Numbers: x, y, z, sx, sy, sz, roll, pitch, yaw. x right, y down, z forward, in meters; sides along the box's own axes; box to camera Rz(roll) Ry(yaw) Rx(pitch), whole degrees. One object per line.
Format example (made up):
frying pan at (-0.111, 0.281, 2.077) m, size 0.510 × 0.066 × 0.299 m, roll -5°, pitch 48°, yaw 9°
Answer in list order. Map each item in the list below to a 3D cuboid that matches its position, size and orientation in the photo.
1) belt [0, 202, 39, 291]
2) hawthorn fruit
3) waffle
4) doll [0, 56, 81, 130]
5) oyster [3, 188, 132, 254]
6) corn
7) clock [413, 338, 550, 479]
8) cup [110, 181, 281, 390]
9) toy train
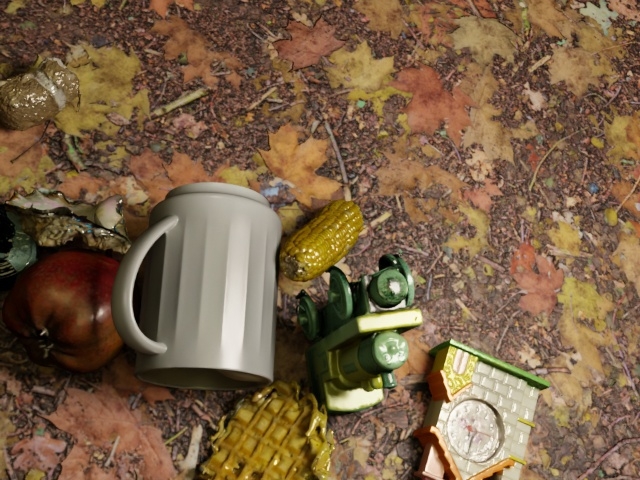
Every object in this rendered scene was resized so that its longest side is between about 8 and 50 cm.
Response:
belt at (-0.591, 0.007, 1.273) m, size 0.198 × 0.078 × 0.151 m, roll 28°, pitch 61°, yaw -1°
hawthorn fruit at (-0.405, 0.098, 1.233) m, size 0.208 × 0.208 × 0.248 m, roll 30°, pitch 42°, yaw -3°
waffle at (-0.102, 0.372, 1.218) m, size 0.262 × 0.060 × 0.280 m, roll -25°, pitch 47°, yaw 8°
doll at (-0.562, -0.270, 1.368) m, size 0.221 × 0.105 × 0.114 m, roll -29°, pitch 104°, yaw -30°
oyster at (-0.427, -0.040, 1.263) m, size 0.260 × 0.198 × 0.092 m, roll 10°, pitch 103°, yaw 24°
corn at (0.002, 0.004, 1.355) m, size 0.102 × 0.102 × 0.313 m, roll 42°, pitch 30°, yaw 3°
clock at (0.291, 0.351, 1.366) m, size 0.220 × 0.106 × 0.255 m, roll 23°, pitch 66°, yaw -6°
cup at (-0.216, 0.072, 1.234) m, size 0.323 × 0.237 × 0.326 m, roll 27°, pitch 58°, yaw -51°
toy train at (0.066, 0.168, 1.232) m, size 0.150 × 0.369 × 0.237 m, roll -6°, pitch 75°, yaw -17°
